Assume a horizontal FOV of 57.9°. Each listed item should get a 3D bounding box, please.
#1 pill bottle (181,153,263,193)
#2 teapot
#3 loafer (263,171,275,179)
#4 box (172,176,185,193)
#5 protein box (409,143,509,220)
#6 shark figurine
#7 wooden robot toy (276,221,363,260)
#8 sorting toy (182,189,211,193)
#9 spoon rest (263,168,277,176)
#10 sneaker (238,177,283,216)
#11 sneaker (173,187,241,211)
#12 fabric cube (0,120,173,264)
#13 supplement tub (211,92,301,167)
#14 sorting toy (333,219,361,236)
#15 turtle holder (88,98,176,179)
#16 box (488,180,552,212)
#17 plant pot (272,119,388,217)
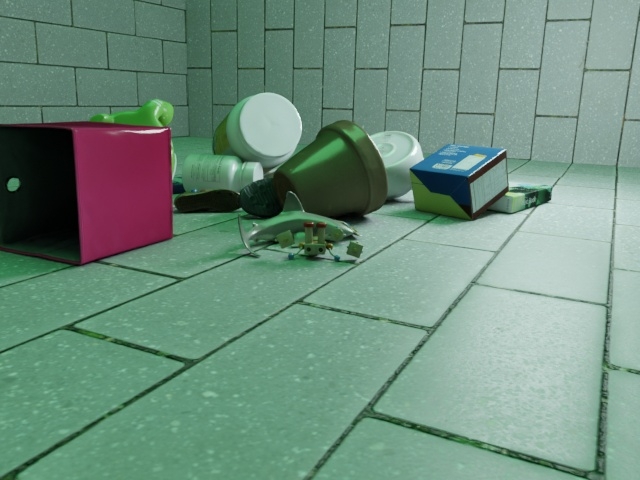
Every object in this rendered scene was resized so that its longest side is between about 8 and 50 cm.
[{"bbox_3d":[-0.304,-0.201,1.815,0.230,0.131,0.131,5,14,11],"label":"pill bottle"},{"bbox_3d":[0.213,-0.218,1.862,0.253,0.187,0.256,-30,41,-12],"label":"teapot"},{"bbox_3d":[-0.127,-0.195,1.891,0.269,0.091,0.102,10,16,30],"label":"loafer"},{"bbox_3d":[-0.498,-0.181,1.904,0.225,0.036,0.137,-9,17,-41],"label":"box"},{"bbox_3d":[0.402,-0.175,1.668,0.200,0.135,0.201,16,38,44],"label":"protein box"},{"bbox_3d":[-0.084,-0.047,1.265,0.279,0.116,0.166,-6,14,-35],"label":"shark figurine"},{"bbox_3d":[0.000,0.000,1.178,0.174,0.076,0.079,3,3,2],"label":"wooden robot toy"},{"bbox_3d":[-0.361,-0.124,1.706,0.102,0.042,0.061,-6,-5,19],"label":"sorting toy"},{"bbox_3d":[-0.088,-0.234,2.127,0.277,0.084,0.137,-17,18,-18],"label":"spoon rest"},{"bbox_3d":[-0.115,-0.120,1.629,0.319,0.112,0.131,-15,-3,-42],"label":"sneaker"},{"bbox_3d":[-0.308,-0.115,1.600,0.189,0.066,0.071,-1,13,-14],"label":"sneaker"},{"bbox_3d":[-0.488,-0.115,1.191,0.259,0.253,0.258,8,16,25],"label":"fabric cube"},{"bbox_3d":[-0.216,-0.345,1.939,0.241,0.240,0.331,-4,-3,-23],"label":"supplement tub"},{"bbox_3d":[0.058,-0.032,1.356,0.062,0.012,0.083,34,-5,-20],"label":"sorting toy"},{"bbox_3d":[-0.511,-0.230,1.557,0.244,0.319,0.227,-6,-10,-9],"label":"turtle holder"},{"bbox_3d":[0.573,-0.149,1.862,0.233,0.058,0.322,13,19,39],"label":"box"},{"bbox_3d":[0.009,-0.154,1.515,0.229,0.262,0.263,-27,26,-25],"label":"plant pot"}]
